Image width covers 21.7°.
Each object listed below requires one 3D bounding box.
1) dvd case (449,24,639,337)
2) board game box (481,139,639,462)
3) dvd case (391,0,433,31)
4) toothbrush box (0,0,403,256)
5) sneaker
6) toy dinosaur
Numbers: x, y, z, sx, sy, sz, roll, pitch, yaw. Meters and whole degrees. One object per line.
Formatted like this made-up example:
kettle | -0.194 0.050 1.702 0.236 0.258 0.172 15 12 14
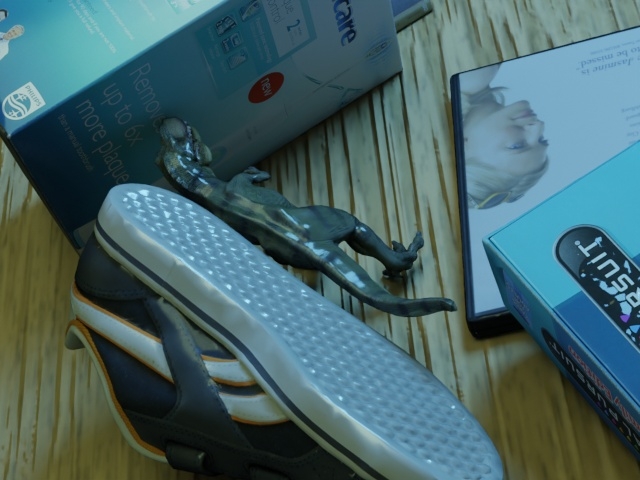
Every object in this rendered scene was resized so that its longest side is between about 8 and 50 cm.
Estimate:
dvd case | 0.182 -0.050 1.151 0.180 0.022 0.253 -13 44 14
board game box | 0.305 0.008 0.973 0.336 0.079 0.254 -32 50 -6
dvd case | -0.039 -0.175 1.387 0.221 0.018 0.164 -33 43 -6
toothbrush box | -0.100 -0.142 1.220 0.295 0.216 0.126 -34 64 -9
sneaker | -0.033 0.098 1.042 0.321 0.126 0.127 37 112 29
toy dinosaur | 0.000 0.000 1.123 0.268 0.118 0.064 29 97 29
